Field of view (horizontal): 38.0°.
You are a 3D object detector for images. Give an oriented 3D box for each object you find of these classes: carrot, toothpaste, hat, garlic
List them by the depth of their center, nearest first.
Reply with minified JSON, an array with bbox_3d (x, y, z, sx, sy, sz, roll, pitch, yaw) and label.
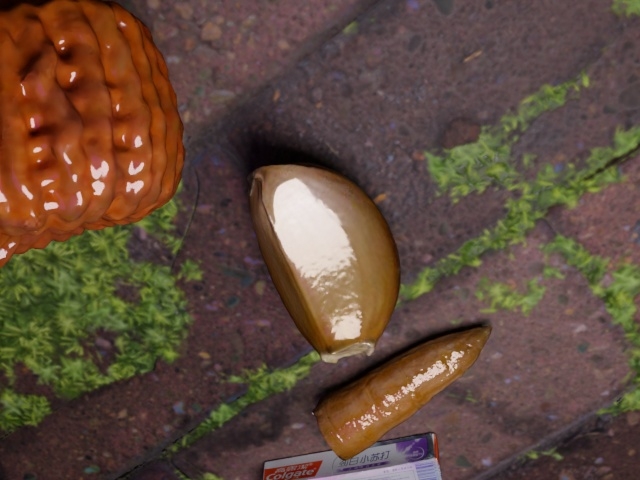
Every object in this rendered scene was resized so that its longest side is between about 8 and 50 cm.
[{"bbox_3d":[-0.289,-0.166,0.717,0.285,0.285,0.400,-25,95,15],"label":"hat"},{"bbox_3d":[-0.008,0.003,0.858,0.115,0.128,0.206,0,125,53],"label":"garlic"},{"bbox_3d":[0.092,0.146,0.956,0.205,0.072,0.072,-34,111,12],"label":"carrot"},{"bbox_3d":[0.035,0.256,1.020,0.196,0.047,0.040,-12,120,9],"label":"toothpaste"}]
